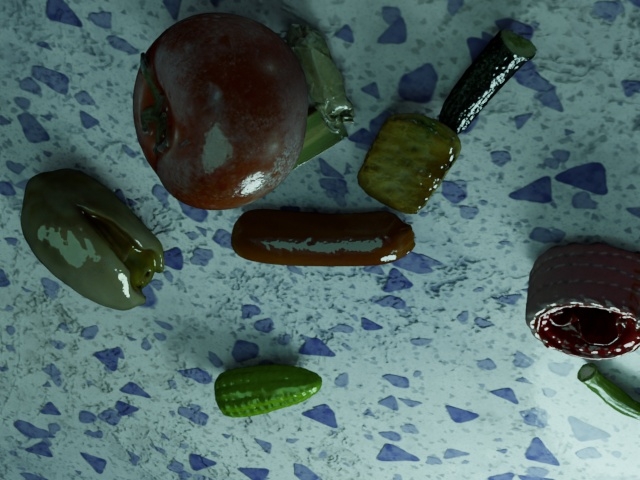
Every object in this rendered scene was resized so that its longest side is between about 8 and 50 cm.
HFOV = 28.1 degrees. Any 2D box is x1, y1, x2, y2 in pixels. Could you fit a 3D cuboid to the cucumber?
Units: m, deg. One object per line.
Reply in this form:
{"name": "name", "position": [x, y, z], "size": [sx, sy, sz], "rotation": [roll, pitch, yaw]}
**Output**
{"name": "cucumber", "position": [0.217, -0.209, 1.740], "size": [0.052, 0.058, 0.215], "rotation": [-14, 158, -32]}

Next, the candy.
{"name": "candy", "position": [-0.093, 0.269, 2.331], "size": [0.209, 0.097, 0.097], "rotation": [-11, 131, 24]}

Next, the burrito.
{"name": "burrito", "position": [0.001, -0.230, 1.802], "size": [0.058, 0.045, 0.188], "rotation": [-17, 126, 14]}

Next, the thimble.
{"name": "thimble", "position": [0.408, 0.092, 1.945], "size": [0.189, 0.125, 0.163], "rotation": [4, 139, 15]}

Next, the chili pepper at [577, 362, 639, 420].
{"name": "chili pepper", "position": [0.517, 0.268, 2.155], "size": [0.201, 0.050, 0.052], "rotation": [29, 174, -14]}

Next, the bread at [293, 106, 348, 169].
{"name": "bread", "position": [-0.040, -0.140, 1.884], "size": [0.139, 0.084, 0.074], "rotation": [-10, 130, 27]}

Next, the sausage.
{"name": "sausage", "position": [0.000, 0.000, 2.019], "size": [0.300, 0.083, 0.089], "rotation": [1, 124, 16]}

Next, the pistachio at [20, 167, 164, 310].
{"name": "pistachio", "position": [-0.382, 0.001, 2.099], "size": [0.197, 0.166, 0.288], "rotation": [11, 148, 44]}

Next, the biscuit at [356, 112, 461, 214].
{"name": "biscuit", "position": [0.126, -0.113, 1.867], "size": [0.118, 0.029, 0.247], "rotation": [27, 151, -1]}

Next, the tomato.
{"name": "tomato", "position": [-0.129, -0.179, 1.748], "size": [0.227, 0.270, 0.270], "rotation": [-7, 146, -26]}
